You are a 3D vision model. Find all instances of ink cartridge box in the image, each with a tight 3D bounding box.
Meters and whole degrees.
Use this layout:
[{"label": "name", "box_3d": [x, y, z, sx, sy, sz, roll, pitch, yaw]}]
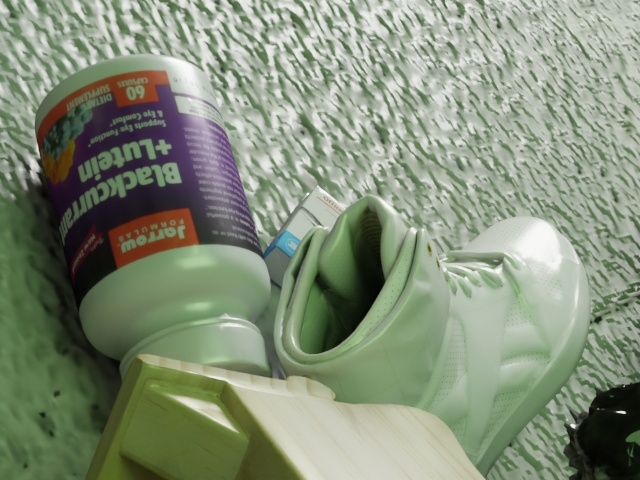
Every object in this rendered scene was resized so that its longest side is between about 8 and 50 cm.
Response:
[{"label": "ink cartridge box", "box_3d": [0.000, 0.000, 1.142, 0.048, 0.028, 0.083, 39, 43, -6]}]

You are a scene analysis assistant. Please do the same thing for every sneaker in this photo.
[{"label": "sneaker", "box_3d": [0.072, 0.031, 1.066, 0.292, 0.108, 0.169, -53, 135, -46]}]

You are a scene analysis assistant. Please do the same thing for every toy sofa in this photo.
[{"label": "toy sofa", "box_3d": [0.024, 0.201, 0.795, 0.177, 0.150, 0.362, 13, 17, -31]}]

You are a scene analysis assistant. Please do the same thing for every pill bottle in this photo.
[{"label": "pill bottle", "box_3d": [-0.089, 0.002, 1.017, 0.108, 0.108, 0.193, 2, 57, -35]}]

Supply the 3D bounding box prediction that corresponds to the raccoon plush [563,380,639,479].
[{"label": "raccoon plush", "box_3d": [0.170, 0.266, 1.015, 0.216, 0.299, 0.446, 54, 10, 31]}]
